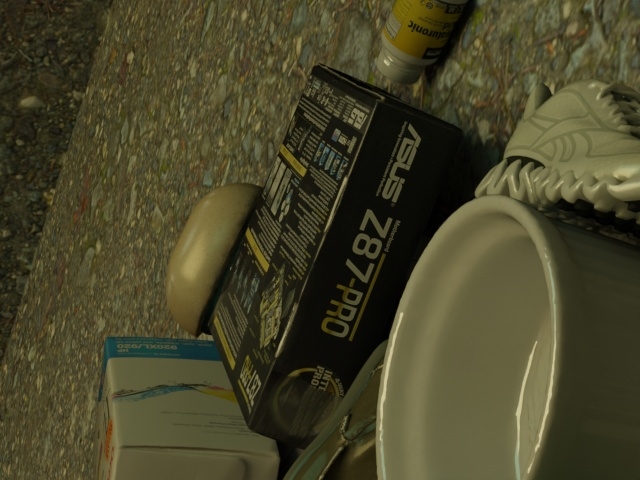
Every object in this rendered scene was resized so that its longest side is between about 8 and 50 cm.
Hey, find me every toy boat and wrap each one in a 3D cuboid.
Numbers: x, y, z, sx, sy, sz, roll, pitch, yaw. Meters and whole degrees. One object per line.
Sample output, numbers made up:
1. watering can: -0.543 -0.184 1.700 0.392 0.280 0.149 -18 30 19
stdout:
1. toy boat: -0.121 0.090 1.907 0.267 0.148 0.318 113 -179 -86

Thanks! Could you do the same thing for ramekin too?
1. ramekin: 0.156 0.115 1.183 0.277 0.135 0.277 -168 90 -70

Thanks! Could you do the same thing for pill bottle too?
1. pill bottle: 0.099 -0.215 1.622 0.065 0.065 0.116 -101 30 -47

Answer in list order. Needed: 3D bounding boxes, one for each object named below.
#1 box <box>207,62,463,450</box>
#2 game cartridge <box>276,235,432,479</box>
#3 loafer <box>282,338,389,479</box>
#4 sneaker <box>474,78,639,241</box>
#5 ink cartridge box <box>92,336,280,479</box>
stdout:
1. box: 0.000 0.000 1.588 0.395 0.097 0.318 -133 66 -77
2. game cartridge: 0.036 0.189 1.575 0.355 0.068 0.230 122 148 -42
3. loafer: 0.040 0.184 1.311 0.087 0.094 0.251 -10 49 59
4. sneaker: 0.209 -0.065 1.204 0.118 0.110 0.292 -69 21 -2
5. ink cartridge box: -0.149 0.232 1.728 0.232 0.168 0.171 -112 29 -63
